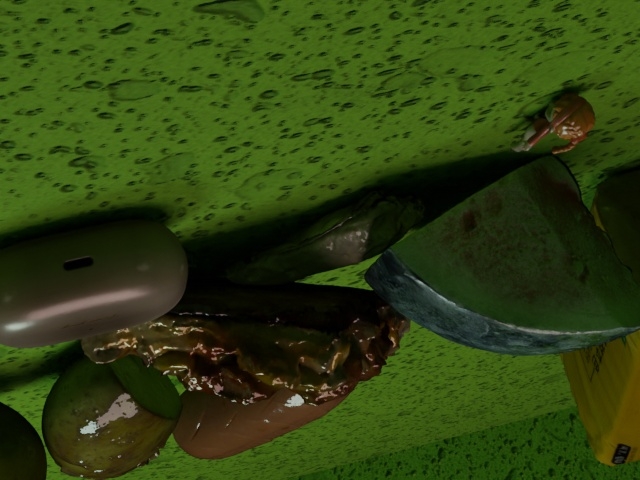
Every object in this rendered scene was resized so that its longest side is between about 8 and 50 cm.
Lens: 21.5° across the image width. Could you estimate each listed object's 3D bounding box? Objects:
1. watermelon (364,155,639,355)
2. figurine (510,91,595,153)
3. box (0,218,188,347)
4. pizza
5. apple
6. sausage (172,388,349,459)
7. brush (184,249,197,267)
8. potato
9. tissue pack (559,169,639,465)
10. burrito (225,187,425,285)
[{"bbox_3d":[0.165,0.004,1.706,0.289,0.214,0.320,12,-171,-40],"label":"watermelon"},{"bbox_3d":[0.214,-0.102,1.549,0.064,0.047,0.109,-40,-175,-27],"label":"figurine"},{"bbox_3d":[-0.221,0.040,1.548,0.200,0.088,0.146,-11,164,-10],"label":"box"},{"bbox_3d":[-0.049,0.096,1.751,0.408,0.114,0.277,-5,-166,-41],"label":"pizza"},{"bbox_3d":[-0.428,0.276,2.047,0.196,0.196,0.157,-25,-163,35],"label":"apple"},{"bbox_3d":[-0.074,0.210,2.297,0.304,0.121,0.121,-29,160,38],"label":"sausage"},{"bbox_3d":[-0.148,0.016,1.680,0.013,0.016,0.083,-35,159,23],"label":"brush"},{"bbox_3d":[-0.257,0.214,2.072,0.176,0.141,0.298,-35,172,-16],"label":"potato"},{"bbox_3d":[0.455,0.081,1.967,0.293,0.228,0.382,-12,149,-6],"label":"tissue pack"},{"bbox_3d":[0.001,0.001,1.700,0.229,0.058,0.063,-19,139,31],"label":"burrito"}]
